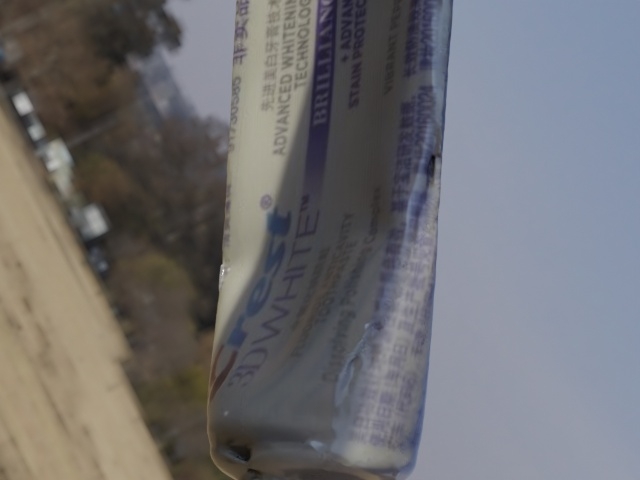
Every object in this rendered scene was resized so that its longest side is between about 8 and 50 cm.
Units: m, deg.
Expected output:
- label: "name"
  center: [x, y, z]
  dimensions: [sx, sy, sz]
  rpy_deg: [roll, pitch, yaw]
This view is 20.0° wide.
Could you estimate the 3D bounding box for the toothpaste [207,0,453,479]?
- label: "toothpaste"
  center: [0.002, 0.000, 0.613]
  dimensions: [0.068, 0.099, 0.282]
  rpy_deg: [28, 62, -68]
